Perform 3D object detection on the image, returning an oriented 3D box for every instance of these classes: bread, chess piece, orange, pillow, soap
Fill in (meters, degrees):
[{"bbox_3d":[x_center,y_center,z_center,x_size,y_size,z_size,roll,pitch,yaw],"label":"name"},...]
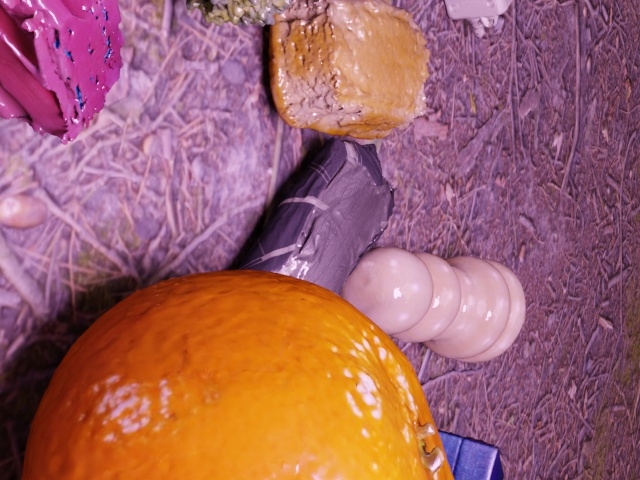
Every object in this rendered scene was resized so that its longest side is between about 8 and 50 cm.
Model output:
[{"bbox_3d":[0.039,-0.212,1.059,0.245,0.121,0.174,-6,98,-56],"label":"bread"},{"bbox_3d":[0.145,0.081,1.227,0.299,0.167,0.167,16,80,-47],"label":"chess piece"},{"bbox_3d":[-0.047,0.223,0.761,0.424,0.326,0.424,48,28,-35],"label":"orange"},{"bbox_3d":[0.000,0.000,1.053,0.335,0.092,0.162,-59,142,-33],"label":"pillow"},{"bbox_3d":[-0.247,-0.183,0.641,0.250,0.162,0.099,58,43,-42],"label":"soap"}]

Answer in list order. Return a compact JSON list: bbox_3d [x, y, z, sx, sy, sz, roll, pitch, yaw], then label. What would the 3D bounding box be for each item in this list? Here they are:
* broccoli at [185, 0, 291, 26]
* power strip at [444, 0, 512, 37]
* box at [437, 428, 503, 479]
[{"bbox_3d":[-0.108,-0.344,0.766,0.259,0.235,0.288,-18,72,-54],"label":"broccoli"},{"bbox_3d":[0.210,-0.460,1.295,0.058,0.098,0.338,-53,133,-41],"label":"power strip"},{"bbox_3d":[0.189,0.439,1.283,0.279,0.116,0.262,62,42,-64],"label":"box"}]
